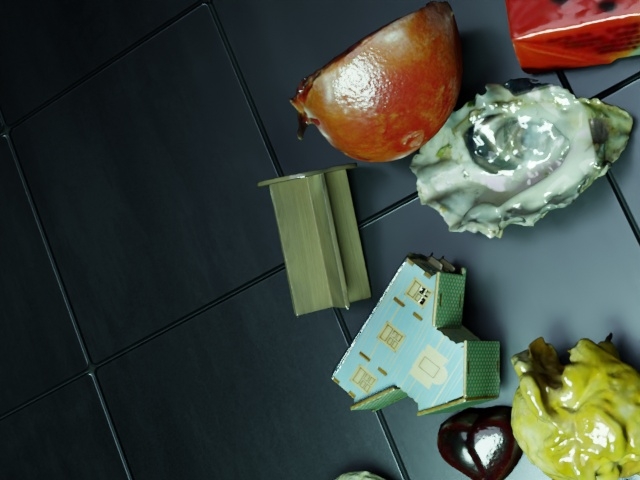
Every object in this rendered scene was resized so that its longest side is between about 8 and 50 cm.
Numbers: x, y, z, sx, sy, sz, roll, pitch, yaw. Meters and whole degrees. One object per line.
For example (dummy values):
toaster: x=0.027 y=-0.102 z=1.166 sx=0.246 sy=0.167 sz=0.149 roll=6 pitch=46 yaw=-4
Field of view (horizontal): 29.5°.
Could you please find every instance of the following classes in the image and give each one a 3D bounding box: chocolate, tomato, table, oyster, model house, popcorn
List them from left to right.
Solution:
table: x=0.000 y=0.000 z=1.969 sx=0.167 sy=0.167 sz=0.227 roll=-11 pitch=92 yaw=26
tomato: x=0.115 y=-0.218 z=1.856 sx=0.309 sy=0.309 sz=0.170 roll=-32 pitch=87 yaw=22
model house: x=0.176 y=0.177 z=1.846 sx=0.206 sy=0.178 sz=0.271 roll=38 pitch=101 yaw=29
chocolate: x=0.239 y=0.320 z=1.865 sx=0.148 sy=0.080 sz=0.125 roll=-7 pitch=84 yaw=24
oyster: x=0.301 y=-0.125 z=1.844 sx=0.351 sy=0.115 sz=0.238 roll=-20 pitch=70 yaw=19
popcorn: x=0.374 y=0.254 z=1.749 sx=0.253 sy=0.191 sz=0.190 roll=53 pitch=143 yaw=20
chocolate: x=0.423 y=-0.445 z=1.765 sx=0.341 sy=0.161 sz=0.360 roll=-8 pitch=84 yaw=25

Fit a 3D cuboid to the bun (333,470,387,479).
bun: x=0.066 y=0.462 z=1.926 sx=0.164 sy=0.111 sz=0.188 roll=13 pitch=97 yaw=29
